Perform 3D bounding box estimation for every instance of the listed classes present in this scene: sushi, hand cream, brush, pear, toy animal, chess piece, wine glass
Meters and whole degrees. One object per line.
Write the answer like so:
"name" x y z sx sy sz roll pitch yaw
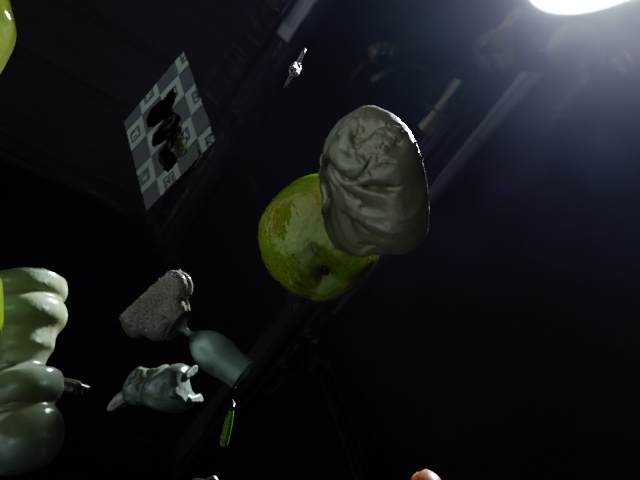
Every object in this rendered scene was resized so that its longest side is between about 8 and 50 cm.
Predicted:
"sushi" -0.392 -0.292 1.522 0.296 0.100 0.373 -40 -125 22
"hand cream" -0.238 0.475 1.412 0.036 0.023 0.122 -125 -131 -73
"brush" -0.725 0.388 1.491 0.247 0.043 0.036 1 -126 34
"pear" 0.000 0.000 1.565 0.391 0.391 0.391 -34 -138 38
"toy animal" -0.421 0.364 1.331 0.251 0.127 0.125 -11 -128 18
"chess piece" -0.521 0.230 0.944 0.182 0.182 0.331 -35 -118 38
"wine glass" -0.254 0.254 1.262 0.093 0.202 0.093 -53 172 -11

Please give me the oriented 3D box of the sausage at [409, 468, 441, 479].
"sausage" 0.186 0.483 0.922 0.089 0.089 0.179 -35 -127 37

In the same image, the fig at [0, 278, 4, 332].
"fig" -0.543 0.087 0.649 0.316 0.316 0.316 -34 -138 38

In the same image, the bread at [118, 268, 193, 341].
"bread" -0.587 0.260 2.015 0.337 0.183 0.102 -40 174 17

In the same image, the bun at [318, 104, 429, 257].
"bun" 0.099 -0.121 1.261 0.359 0.210 0.360 169 -90 -78

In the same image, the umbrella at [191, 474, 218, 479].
"umbrella" -0.238 0.419 0.710 0.118 0.340 0.118 2 -86 31

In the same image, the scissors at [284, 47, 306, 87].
"scissors" -0.048 -0.323 1.026 0.085 0.022 0.176 -58 -168 15

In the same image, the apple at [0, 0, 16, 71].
"apple" -0.919 -0.492 1.193 0.473 0.473 0.474 -34 -138 38
